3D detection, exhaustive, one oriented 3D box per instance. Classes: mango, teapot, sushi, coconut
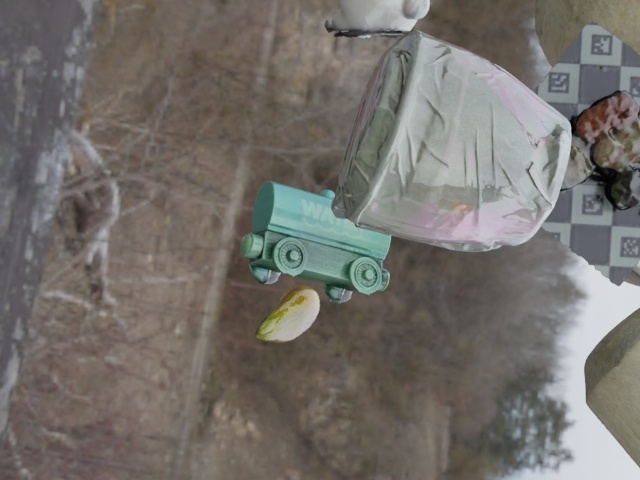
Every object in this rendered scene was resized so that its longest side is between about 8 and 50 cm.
[{"bbox_3d":[-0.053,0.125,1.693,0.101,0.066,0.187,-54,167,22],"label":"mango"},{"bbox_3d":[0.107,-0.050,0.862,0.163,0.178,0.221,-79,-169,-52],"label":"teapot"},{"bbox_3d":[0.330,-0.103,1.164,0.231,0.220,0.047,-52,179,0],"label":"sushi"},{"bbox_3d":[0.491,0.204,1.335,0.266,0.237,0.237,54,-15,27],"label":"coconut"},{"bbox_3d":[0.578,-0.418,1.808,0.415,0.416,0.344,71,40,-72],"label":"coconut"}]

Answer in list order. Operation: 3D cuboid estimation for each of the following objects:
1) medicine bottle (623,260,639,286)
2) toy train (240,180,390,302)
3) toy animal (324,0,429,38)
[{"bbox_3d":[0.452,-0.066,1.403,0.236,0.139,0.139,-60,169,-3],"label":"medicine bottle"},{"bbox_3d":[0.000,0.000,1.521,0.101,0.248,0.159,-14,-116,58],"label":"toy train"},{"bbox_3d":[0.105,-0.536,1.921,0.247,0.183,0.309,-156,-115,-62],"label":"toy animal"}]
